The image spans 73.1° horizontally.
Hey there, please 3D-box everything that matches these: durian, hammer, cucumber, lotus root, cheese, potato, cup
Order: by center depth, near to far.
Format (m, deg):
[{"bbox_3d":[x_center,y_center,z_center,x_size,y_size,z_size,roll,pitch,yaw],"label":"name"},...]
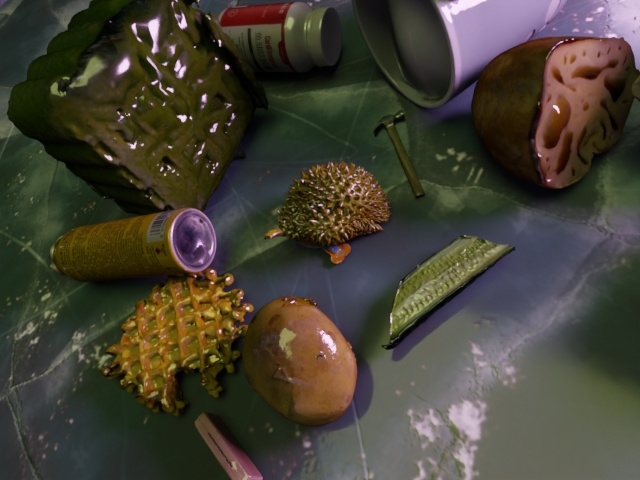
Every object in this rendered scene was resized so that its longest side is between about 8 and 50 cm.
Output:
[{"bbox_3d":[-0.030,0.154,0.566,0.137,0.137,0.176,-43,60,-6],"label":"potato"},{"bbox_3d":[0.158,0.063,0.596,0.220,0.046,0.070,-37,55,-4],"label":"cucumber"},{"bbox_3d":[0.310,-0.187,0.628,0.188,0.199,0.180,-6,18,-25],"label":"lotus root"},{"bbox_3d":[0.241,-0.398,0.646,0.274,0.356,0.259,-37,100,-6],"label":"cup"},{"bbox_3d":[0.001,-0.060,0.672,0.208,0.102,0.147,-26,62,-7],"label":"durian"},{"bbox_3d":[0.000,0.000,0.701,0.111,0.017,0.047,32,80,30],"label":"cheese"},{"bbox_3d":[0.136,-0.146,0.732,0.062,0.017,0.182,-19,59,9],"label":"hammer"}]

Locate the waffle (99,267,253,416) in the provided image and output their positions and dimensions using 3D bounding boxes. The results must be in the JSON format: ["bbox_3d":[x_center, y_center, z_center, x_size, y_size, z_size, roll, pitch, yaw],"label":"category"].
[{"bbox_3d":[-0.222,0.148,0.682,0.228,0.051,0.232,12,67,28],"label":"waffle"}]

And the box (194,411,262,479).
[{"bbox_3d":[-0.124,0.280,0.575,0.025,0.048,0.115,-44,59,-12],"label":"box"}]

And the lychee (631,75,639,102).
[{"bbox_3d":[0.565,-0.237,0.487,0.270,0.270,0.320,35,97,31],"label":"lychee"}]

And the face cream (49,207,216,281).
[{"bbox_3d":[-0.346,0.016,0.746,0.348,0.105,0.105,-7,60,27],"label":"face cream"}]

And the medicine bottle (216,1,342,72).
[{"bbox_3d":[-0.090,-0.415,0.890,0.250,0.131,0.131,10,67,24],"label":"medicine bottle"}]

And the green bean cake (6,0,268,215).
[{"bbox_3d":[-0.281,-0.219,0.745,0.218,0.335,0.319,11,69,34],"label":"green bean cake"}]
